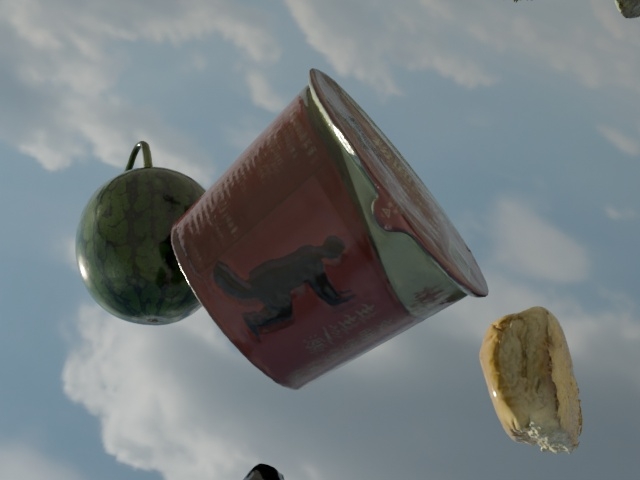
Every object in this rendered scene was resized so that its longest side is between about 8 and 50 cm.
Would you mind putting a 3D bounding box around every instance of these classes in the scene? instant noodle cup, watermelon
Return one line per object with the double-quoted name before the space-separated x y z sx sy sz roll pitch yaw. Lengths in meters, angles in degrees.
"instant noodle cup" 0.000 0.000 1.019 0.235 0.178 0.235 50 -168 -15
"watermelon" -0.160 -0.014 1.152 0.140 0.140 0.187 4 -113 -37

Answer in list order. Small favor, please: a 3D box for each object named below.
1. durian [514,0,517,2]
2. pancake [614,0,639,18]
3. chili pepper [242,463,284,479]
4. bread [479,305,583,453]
"durian" 0.149 -0.215 0.891 0.080 0.091 0.080 22 162 7
"pancake" 0.184 -0.170 0.657 0.017 0.108 0.108 24 -160 29
"chili pepper" -0.038 0.284 0.719 0.116 0.265 0.148 18 -169 2
"bread" 0.187 0.126 1.114 0.106 0.082 0.125 39 -137 -57
